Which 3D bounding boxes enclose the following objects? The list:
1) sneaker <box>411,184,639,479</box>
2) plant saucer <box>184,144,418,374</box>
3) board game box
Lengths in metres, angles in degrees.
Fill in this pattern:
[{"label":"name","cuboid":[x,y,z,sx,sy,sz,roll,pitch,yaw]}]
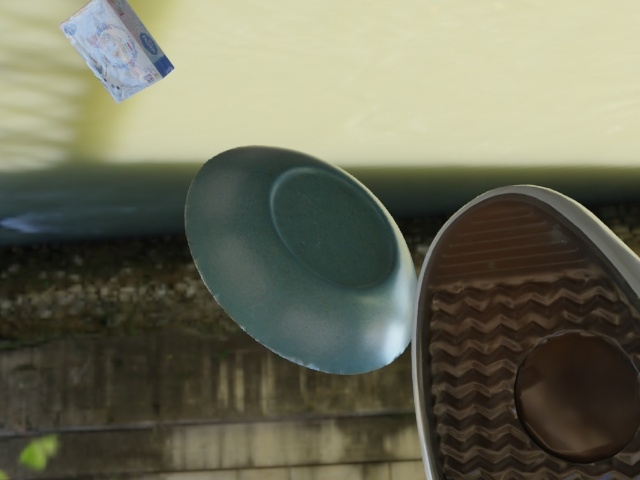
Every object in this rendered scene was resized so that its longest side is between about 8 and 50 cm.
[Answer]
[{"label":"sneaker","cuboid":[0.126,0.116,0.383,0.106,0.290,0.123,-28,170,27]},{"label":"plant saucer","cuboid":[0.000,0.000,0.724,0.195,0.195,0.037,7,143,-34]},{"label":"board game box","cuboid":[-0.186,-0.176,0.936,0.090,0.020,0.090,-14,118,50]}]
